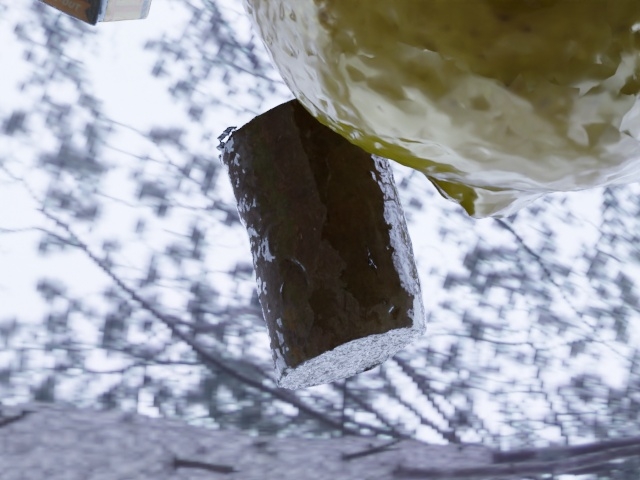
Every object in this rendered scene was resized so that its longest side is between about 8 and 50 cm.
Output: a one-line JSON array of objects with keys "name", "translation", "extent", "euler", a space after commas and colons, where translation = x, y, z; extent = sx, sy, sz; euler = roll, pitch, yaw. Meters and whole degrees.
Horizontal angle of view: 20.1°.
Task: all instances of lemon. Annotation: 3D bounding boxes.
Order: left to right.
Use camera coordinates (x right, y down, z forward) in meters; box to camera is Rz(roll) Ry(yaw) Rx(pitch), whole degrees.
[{"name": "lemon", "translation": [0.085, -0.160, 0.752], "extent": [0.254, 0.253, 0.310], "euler": [6, -71, 19]}]

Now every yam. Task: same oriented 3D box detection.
[{"name": "yam", "translation": [0.003, 0.000, 0.850], "extent": [0.084, 0.084, 0.127], "euler": [-22, -111, 15]}]

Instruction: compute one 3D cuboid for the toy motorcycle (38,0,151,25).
[{"name": "toy motorcycle", "translation": [-0.087, -0.269, 1.109], "extent": [0.091, 0.157, 0.263], "euler": [26, -67, 30]}]
